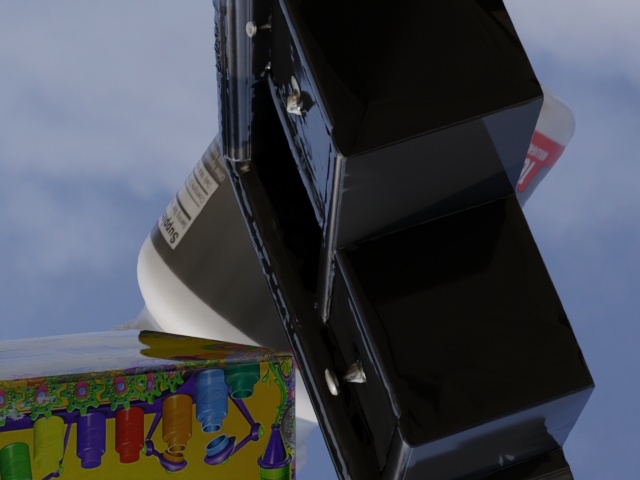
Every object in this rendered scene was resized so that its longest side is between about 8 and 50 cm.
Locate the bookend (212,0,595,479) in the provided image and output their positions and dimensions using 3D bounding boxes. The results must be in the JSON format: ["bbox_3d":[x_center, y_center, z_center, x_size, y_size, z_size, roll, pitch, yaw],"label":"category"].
[{"bbox_3d":[0.026,-0.003,0.555,0.072,0.156,0.157,-17,-110,-9],"label":"bookend"}]

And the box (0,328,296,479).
[{"bbox_3d":[-0.176,0.202,1.017,0.290,0.279,0.177,-2,-176,-38],"label":"box"}]

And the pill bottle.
[{"bbox_3d":[0.000,0.000,1.336,0.210,0.210,0.363,43,-77,39],"label":"pill bottle"}]
